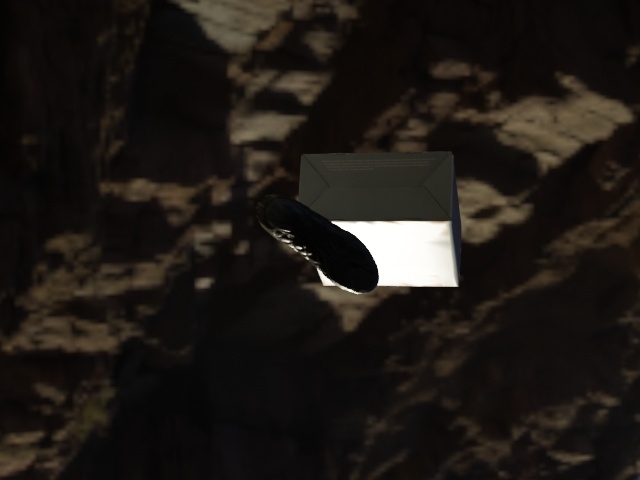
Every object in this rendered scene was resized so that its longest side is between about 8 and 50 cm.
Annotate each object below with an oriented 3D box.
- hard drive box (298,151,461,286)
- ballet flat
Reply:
[{"bbox_3d":[0.078,-0.022,1.762,0.232,0.181,0.089,68,24,-68],"label":"hard drive box"},{"bbox_3d":[0.000,0.000,1.585,0.057,0.173,0.049,-52,-155,0],"label":"ballet flat"}]
